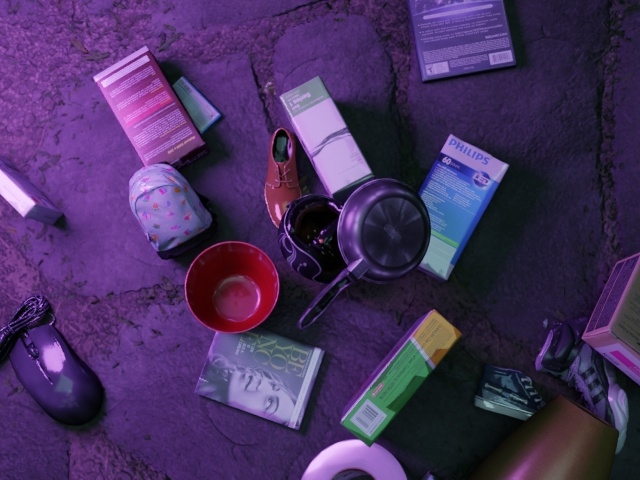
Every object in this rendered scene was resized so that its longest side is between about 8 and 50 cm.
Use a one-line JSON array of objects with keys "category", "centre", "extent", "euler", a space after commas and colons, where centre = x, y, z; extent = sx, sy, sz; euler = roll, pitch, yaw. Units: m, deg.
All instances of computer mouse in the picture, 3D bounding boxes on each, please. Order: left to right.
[{"category": "computer mouse", "centre": [-0.548, 0.255, 1.674], "extent": [0.188, 0.072, 0.272], "euler": [-45, 82, -4]}]

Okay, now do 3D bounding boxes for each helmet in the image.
[{"category": "helmet", "centre": [0.000, 0.000, 1.635], "extent": [0.169, 0.161, 0.170], "euler": [-2, 67, 4]}]

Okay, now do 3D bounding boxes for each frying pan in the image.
[{"category": "frying pan", "centre": [0.071, 0.011, 1.552], "extent": [0.326, 0.053, 0.197], "euler": [-27, 104, -20]}]

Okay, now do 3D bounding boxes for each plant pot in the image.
[{"category": "plant pot", "centre": [0.410, 0.412, 1.500], "extent": [0.237, 0.237, 0.254], "euler": [32, 94, 7]}]

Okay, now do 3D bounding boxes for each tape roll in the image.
[{"category": "tape roll", "centre": [0.070, 0.484, 1.569], "extent": [0.219, 0.072, 0.219], "euler": [-9, 63, 18]}]

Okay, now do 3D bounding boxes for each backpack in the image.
[{"category": "backpack", "centre": [-0.294, -0.062, 1.650], "extent": [0.151, 0.115, 0.182], "euler": [-30, 122, -4]}]

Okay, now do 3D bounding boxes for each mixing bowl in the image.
[{"category": "mixing bowl", "centre": [-0.167, 0.102, 1.654], "extent": [0.181, 0.098, 0.182], "euler": [0, 72, 1]}]

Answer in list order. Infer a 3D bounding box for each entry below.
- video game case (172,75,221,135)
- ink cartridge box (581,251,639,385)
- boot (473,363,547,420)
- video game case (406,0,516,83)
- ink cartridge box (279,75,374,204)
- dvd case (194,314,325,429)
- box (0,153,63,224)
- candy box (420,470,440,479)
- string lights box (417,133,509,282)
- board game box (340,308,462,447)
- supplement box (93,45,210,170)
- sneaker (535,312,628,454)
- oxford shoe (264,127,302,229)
[{"category": "video game case", "centre": [-0.305, -0.243, 1.757], "extent": [0.166, 0.015, 0.119], "euler": [-44, 83, -3]}, {"category": "ink cartridge box", "centre": [0.624, 0.168, 1.562], "extent": [0.234, 0.088, 0.193], "euler": [39, 65, -7]}, {"category": "boot", "centre": [0.394, 0.298, 1.619], "extent": [0.189, 0.069, 0.086], "euler": [14, 89, 6]}, {"category": "video game case", "centre": [0.282, -0.473, 1.752], "extent": [0.196, 0.026, 0.274], "euler": [-10, 81, 2]}, {"category": "ink cartridge box", "centre": [0.016, -0.188, 1.659], "extent": [0.092, 0.160, 0.220], "euler": [-27, 81, 0]}, {"category": "dvd case", "centre": [-0.120, 0.260, 1.678], "extent": [0.221, 0.018, 0.165], "euler": [19, 84, 5]}, {"category": "box", "centre": [-0.614, -0.112, 1.690], "extent": [0.186, 0.145, 0.038], "euler": [42, 89, 7]}, {"category": "candy box", "centre": [0.224, 0.565, 1.592], "extent": [0.196, 0.070, 0.165], "euler": [42, 86, 8]}, {"category": "string lights box", "centre": [0.250, -0.062, 1.672], "extent": [0.133, 0.077, 0.260], "euler": [29, 85, 6]}, {"category": "board game box", "centre": [0.137, 0.241, 1.517], "extent": [0.064, 0.316, 0.242], "euler": [40, 87, 7]}, {"category": "supplement box", "centre": [-0.340, -0.255, 1.715], "extent": [0.130, 0.073, 0.240], "euler": [-30, 82, -1]}, {"category": "sneaker", "centre": [0.489, 0.269, 1.607], "extent": [0.153, 0.101, 0.269], "euler": [-3, 76, 3]}, {"category": "oxford shoe", "centre": [-0.078, -0.123, 1.699], "extent": [0.076, 0.076, 0.212], "euler": [-5, 84, 0]}]
